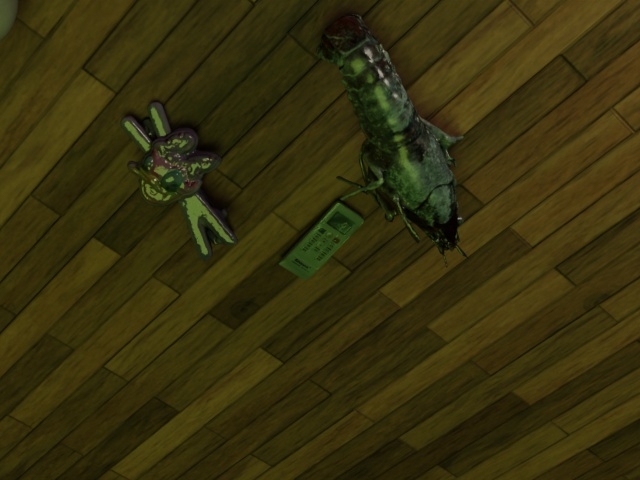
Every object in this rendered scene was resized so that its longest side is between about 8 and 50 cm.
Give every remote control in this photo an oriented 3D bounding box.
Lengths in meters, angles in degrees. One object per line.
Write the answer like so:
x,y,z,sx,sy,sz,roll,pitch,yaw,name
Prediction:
0.000,0.000,1.396,0.061,0.029,0.162,33,115,-24,remote control

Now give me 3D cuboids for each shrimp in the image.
0.113,-0.133,1.223,0.221,0.166,0.411,-34,129,-9,shrimp

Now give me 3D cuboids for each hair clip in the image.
-0.206,-0.084,1.299,0.137,0.090,0.278,-25,123,8,hair clip

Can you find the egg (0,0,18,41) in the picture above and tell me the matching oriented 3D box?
-0.484,-0.345,1.070,0.151,0.151,0.209,-17,123,13,egg
